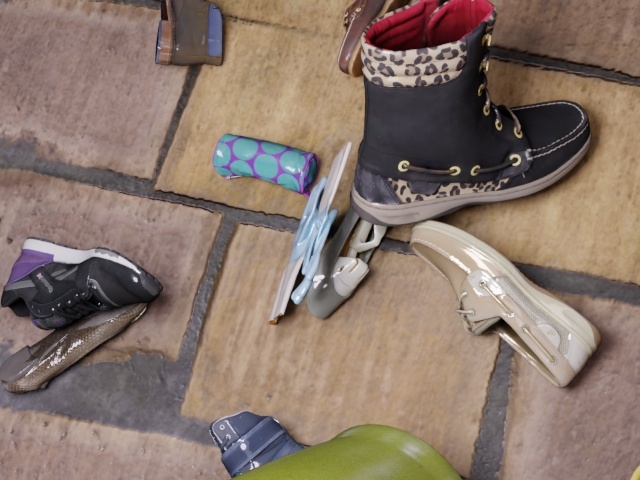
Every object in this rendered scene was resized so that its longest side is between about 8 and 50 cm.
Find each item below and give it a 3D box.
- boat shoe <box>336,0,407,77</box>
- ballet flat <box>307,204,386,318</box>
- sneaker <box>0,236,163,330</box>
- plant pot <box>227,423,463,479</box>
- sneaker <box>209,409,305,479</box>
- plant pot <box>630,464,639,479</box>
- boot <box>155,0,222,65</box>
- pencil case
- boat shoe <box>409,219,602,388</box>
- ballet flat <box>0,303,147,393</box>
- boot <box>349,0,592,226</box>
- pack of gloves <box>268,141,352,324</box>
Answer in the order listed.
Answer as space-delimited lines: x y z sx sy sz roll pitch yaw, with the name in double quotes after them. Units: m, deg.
0.073 -0.347 1.686 0.073 0.073 0.207 22 66 19 "boat shoe"
0.047 0.016 1.534 0.068 0.072 0.213 5 63 47 "ballet flat"
-0.345 0.082 1.531 0.283 0.107 0.124 6 61 40 "sneaker"
0.004 0.389 1.207 0.366 0.366 0.353 36 36 20 "plant pot"
-0.119 0.332 1.423 0.226 0.086 0.163 -41 78 -19 "sneaker"
0.517 0.364 1.241 0.239 0.254 0.254 -5 67 -10 "plant pot"
-0.209 -0.372 1.754 0.106 0.082 0.219 8 64 -11 "boot"
-0.083 -0.115 1.619 0.151 0.064 0.070 14 109 14 "pencil case"
0.234 0.083 1.465 0.302 0.109 0.098 37 77 15 "boat shoe"
-0.353 0.146 1.568 0.250 0.058 0.084 -35 34 -12 "ballet flat"
0.211 -0.192 1.451 0.377 0.284 0.138 -16 42 -13 "boot"
0.000 0.000 1.505 0.046 0.195 0.232 21 71 -11 "pack of gloves"
